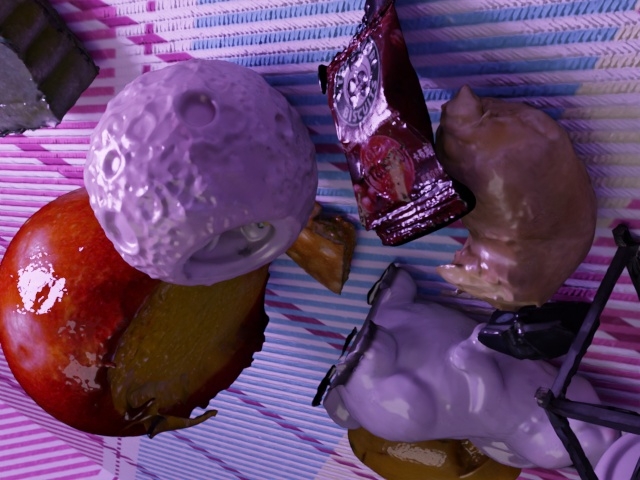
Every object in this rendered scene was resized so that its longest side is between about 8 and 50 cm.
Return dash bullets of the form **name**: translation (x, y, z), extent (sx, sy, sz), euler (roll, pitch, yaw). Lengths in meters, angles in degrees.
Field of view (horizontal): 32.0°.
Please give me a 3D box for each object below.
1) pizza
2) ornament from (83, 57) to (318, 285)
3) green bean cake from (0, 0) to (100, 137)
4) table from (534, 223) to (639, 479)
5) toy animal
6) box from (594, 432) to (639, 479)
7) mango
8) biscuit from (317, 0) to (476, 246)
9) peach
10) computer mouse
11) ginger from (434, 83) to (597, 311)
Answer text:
- **pizza**: translation (0.000, 0.000, 1.425), extent (0.134, 0.046, 0.175), euler (4, 140, 45)
- **ornament**: translation (-0.132, -0.080, 1.236), extent (0.225, 0.259, 0.259), euler (65, 159, 19)
- **green bean cake**: translation (-0.430, -0.252, 1.411), extent (0.255, 0.132, 0.241), euler (-5, 133, 47)
- **table**: translation (0.428, 0.169, 1.045), extent (0.335, 0.222, 0.272), euler (7, 143, 40)
- **toy animal**: translation (0.191, 0.196, 1.399), extent (0.357, 0.194, 0.258), euler (27, 142, -2)
- **box**: translation (0.403, 0.327, 1.293), extent (0.291, 0.262, 0.206), euler (11, 138, 39)
- **mango**: translation (0.163, 0.299, 1.630), extent (0.262, 0.130, 0.167), euler (5, 143, 35)
- **biscuit**: translation (0.061, -0.114, 1.053), extent (0.151, 0.063, 0.235), euler (-34, 66, 55)
- **peach**: translation (-0.259, 0.081, 1.490), extent (0.310, 0.406, 0.335), euler (16, 108, 23)
- **computer mouse**: translation (0.236, 0.101, 1.216), extent (0.106, 0.192, 0.062), euler (-4, 91, 26)
- **ginger**: translation (0.187, -0.036, 1.075), extent (0.138, 0.152, 0.267), euler (37, 144, 56)
